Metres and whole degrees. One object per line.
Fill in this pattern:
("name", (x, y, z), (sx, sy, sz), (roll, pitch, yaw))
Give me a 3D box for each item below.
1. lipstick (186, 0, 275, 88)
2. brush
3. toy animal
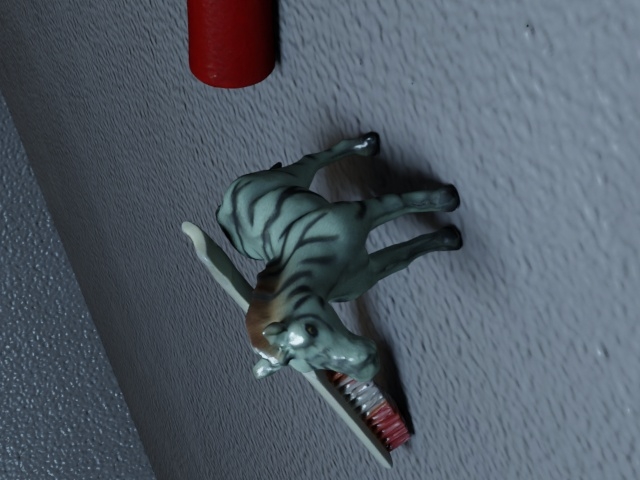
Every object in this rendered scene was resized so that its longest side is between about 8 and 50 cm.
("lipstick", (-0.076, -0.238, 0.815), (0.080, 0.080, 0.241), (50, 151, 37))
("brush", (-0.008, 0.089, 0.842), (0.321, 0.050, 0.060), (52, 179, -39))
("toy animal", (0.018, -0.002, 0.711), (0.255, 0.170, 0.089), (-118, 21, -65))
